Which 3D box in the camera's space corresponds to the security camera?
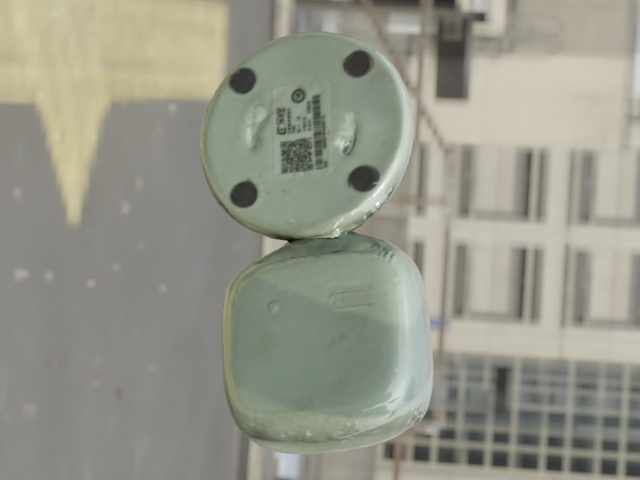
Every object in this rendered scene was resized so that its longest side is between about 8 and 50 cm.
[{"bbox_3d":[0.000,0.000,1.376,0.080,0.157,0.301,37,47,-68],"label":"security camera"}]
